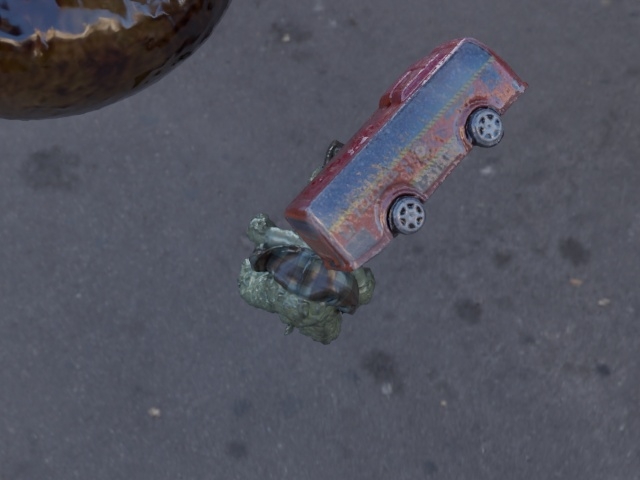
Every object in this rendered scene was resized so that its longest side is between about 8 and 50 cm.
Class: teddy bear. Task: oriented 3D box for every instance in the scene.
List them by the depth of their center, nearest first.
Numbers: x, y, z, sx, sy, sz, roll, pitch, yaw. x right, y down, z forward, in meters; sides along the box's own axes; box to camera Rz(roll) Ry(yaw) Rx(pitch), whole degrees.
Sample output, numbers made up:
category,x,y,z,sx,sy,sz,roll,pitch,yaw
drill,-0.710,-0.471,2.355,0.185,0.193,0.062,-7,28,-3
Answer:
category,x,y,z,sx,sy,sz,roll,pitch,yaw
teddy bear,-0.006,0.016,0.904,0.133,0.213,0.111,25,36,-5

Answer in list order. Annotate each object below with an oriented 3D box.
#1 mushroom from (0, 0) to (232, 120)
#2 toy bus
category,x,y,z,sx,sy,sz,roll,pitch,yaw
mushroom,-0.180,-0.274,0.648,0.334,0.356,0.331,39,53,-9
toy bus,0.061,-0.062,0.702,0.192,0.077,0.065,-48,17,-14
